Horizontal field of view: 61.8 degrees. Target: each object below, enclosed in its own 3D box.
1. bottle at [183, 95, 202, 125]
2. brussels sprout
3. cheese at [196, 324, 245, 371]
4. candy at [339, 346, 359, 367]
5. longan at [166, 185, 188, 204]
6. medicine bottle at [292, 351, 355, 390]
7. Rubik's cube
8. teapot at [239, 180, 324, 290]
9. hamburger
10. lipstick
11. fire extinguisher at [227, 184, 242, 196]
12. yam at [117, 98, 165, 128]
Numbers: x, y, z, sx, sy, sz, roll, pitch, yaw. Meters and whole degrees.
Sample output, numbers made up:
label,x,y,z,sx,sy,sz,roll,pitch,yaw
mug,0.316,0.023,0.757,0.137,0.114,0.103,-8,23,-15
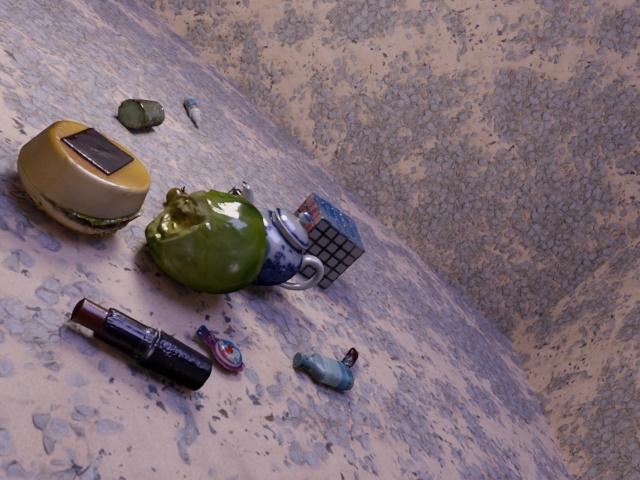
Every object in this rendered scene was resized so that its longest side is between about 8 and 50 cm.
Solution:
label,x,y,z,sx,sy,sz,roll,pitch,yaw
bottle,-0.582,-0.592,2.462,0.060,0.060,0.217,27,25,-44
brussels sprout,-0.288,-0.011,1.403,0.344,0.268,0.344,32,19,-12
cheese,-0.236,0.258,1.273,0.145,0.038,0.095,43,17,-6
candy,0.098,0.380,1.731,0.045,0.043,0.175,55,17,3
longan,-0.439,-0.133,1.658,0.075,0.083,0.075,35,10,-7
medicine bottle,0.009,0.371,1.536,0.208,0.054,0.090,29,24,-35
Rubik's cube,0.000,0.000,2.070,0.236,0.238,0.237,34,20,-24
teapot,-0.141,0.001,1.656,0.424,0.280,0.252,49,11,-27
hamburger,-0.552,-0.139,1.259,0.300,0.176,0.300,38,19,-16
lipstick,-0.351,0.206,1.065,0.299,0.081,0.081,37,18,-24
fire extinguisher,-0.307,-0.151,2.073,0.157,0.045,0.078,50,40,15
yam,-0.639,-0.459,1.938,0.107,0.107,0.194,43,16,-2
